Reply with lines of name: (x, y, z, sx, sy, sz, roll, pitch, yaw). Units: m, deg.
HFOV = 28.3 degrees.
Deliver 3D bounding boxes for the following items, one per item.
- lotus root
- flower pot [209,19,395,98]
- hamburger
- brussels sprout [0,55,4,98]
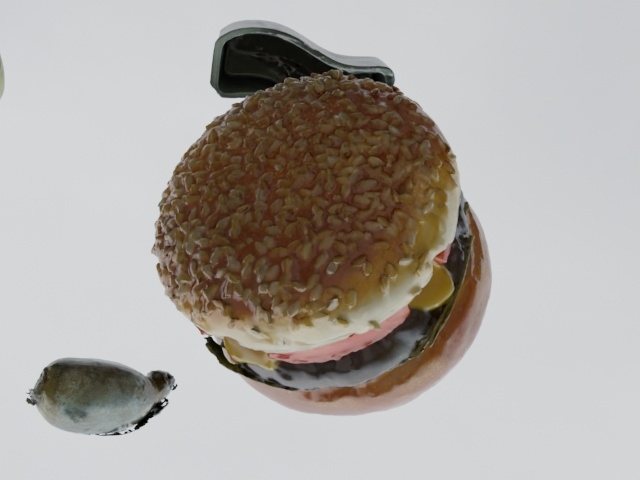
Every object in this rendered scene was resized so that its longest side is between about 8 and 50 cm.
lotus root: (-0.229, 0.164, 1.341, 0.165, 0.088, 0.088, 8, -131, -35)
flower pot: (-0.026, -0.206, 1.596, 0.229, 0.103, 0.108, 18, -166, -8)
hamburger: (0.000, 0.000, 1.291, 0.330, 0.250, 0.330, -9, -122, 14)
brussels sprout: (-0.547, -0.222, 1.572, 0.294, 0.259, 0.227, -7, -119, -41)
